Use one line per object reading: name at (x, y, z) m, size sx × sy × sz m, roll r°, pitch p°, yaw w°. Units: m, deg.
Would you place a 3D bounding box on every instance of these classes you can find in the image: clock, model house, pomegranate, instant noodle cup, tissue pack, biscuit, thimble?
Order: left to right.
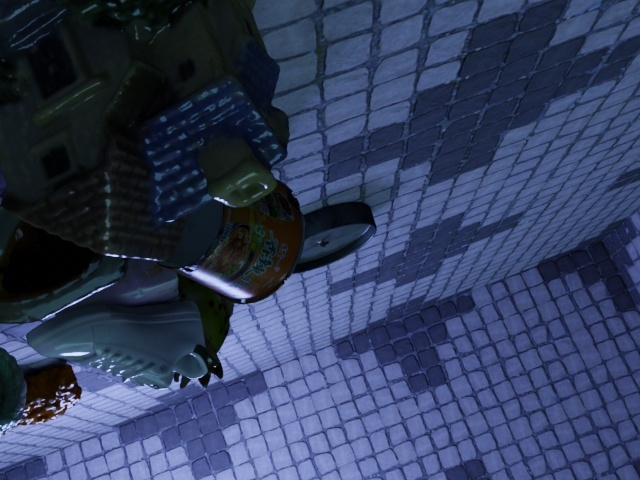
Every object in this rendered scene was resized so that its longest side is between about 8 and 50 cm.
thimble at (-0.736, 0.328, 1.586) m, size 0.150 × 0.219 × 0.219 m, roll -34°, pitch 159°, yaw 30°
biscuit at (-0.807, 0.445, 2.045) m, size 0.311 × 0.111 × 0.318 m, roll -17°, pitch 163°, yaw -20°
model house at (-0.378, -0.022, 1.068) m, size 0.267 × 0.174 × 0.239 m, roll -23°, pitch -155°, yaw -5°
tissue pack at (-0.388, 0.083, 1.423) m, size 0.225 × 0.124 × 0.185 m, roll -16°, pitch 164°, yaw -16°
model house at (-0.190, -0.134, 0.770) m, size 0.321 × 0.267 × 0.261 m, roll -26°, pitch 167°, yaw 14°
pomegranate at (-0.295, 0.208, 1.638) m, size 0.230 × 0.286 × 0.231 m, roll -15°, pitch 150°, yaw -9°
instant noodle cup at (-0.168, -0.021, 1.248) m, size 0.230 × 0.230 × 0.182 m, roll -30°, pitch 152°, yaw 25°
clock at (0.000, 0.000, 1.767) m, size 0.280 × 0.056 × 0.281 m, roll -20°, pitch 163°, yaw -7°

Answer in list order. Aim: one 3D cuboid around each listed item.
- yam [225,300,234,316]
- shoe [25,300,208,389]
yam at (-0.349, 0.171, 1.830) m, size 0.083 × 0.083 × 0.371 m, roll -33°, pitch 159°, yaw 34°
shoe at (-0.346, 0.204, 1.354) m, size 0.131 × 0.160 × 0.362 m, roll -33°, pitch 160°, yaw 32°
